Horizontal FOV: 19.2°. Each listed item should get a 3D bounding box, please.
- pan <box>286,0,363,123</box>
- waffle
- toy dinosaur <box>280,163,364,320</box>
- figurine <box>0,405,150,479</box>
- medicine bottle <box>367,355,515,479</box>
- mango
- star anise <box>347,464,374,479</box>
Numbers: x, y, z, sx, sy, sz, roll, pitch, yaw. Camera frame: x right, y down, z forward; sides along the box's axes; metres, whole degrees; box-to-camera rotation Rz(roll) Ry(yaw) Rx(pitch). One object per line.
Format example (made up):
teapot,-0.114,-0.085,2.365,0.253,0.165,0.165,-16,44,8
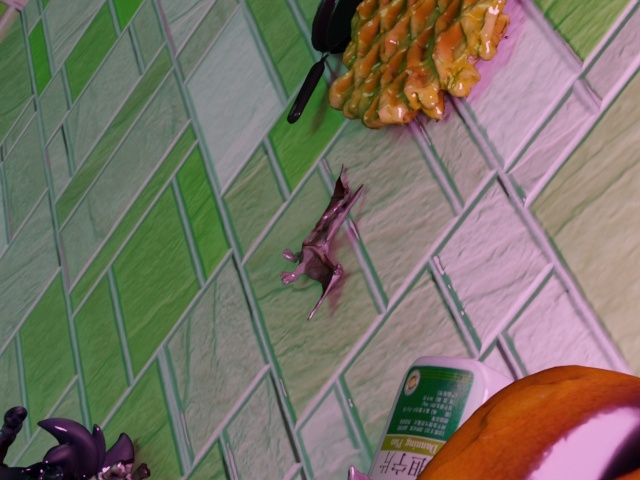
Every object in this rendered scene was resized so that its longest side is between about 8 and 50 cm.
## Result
pan,0.017,-0.230,2.170,0.136,0.028,0.235,-10,52,60
waffle,0.119,-0.253,1.970,0.307,0.060,0.312,-4,62,60
toy dinosaur,0.001,0.001,1.965,0.108,0.032,0.220,-42,29,41
figurine,-0.310,0.300,2.094,0.265,0.175,0.197,-51,35,6
medicine bottle,0.093,0.189,1.555,0.119,0.069,0.183,1,66,54
mango,0.141,0.204,1.324,0.152,0.201,0.287,27,52,26
star anise,0.046,0.271,1.462,0.229,0.093,0.236,37,105,24
